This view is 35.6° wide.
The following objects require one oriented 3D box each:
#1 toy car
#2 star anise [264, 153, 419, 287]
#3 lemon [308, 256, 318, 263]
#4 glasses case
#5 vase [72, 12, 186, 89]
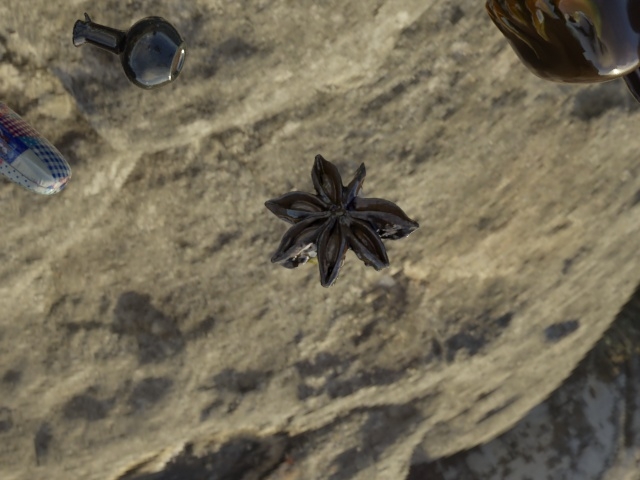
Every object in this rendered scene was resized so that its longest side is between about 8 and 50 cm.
[{"bbox_3d":[0.322,-0.221,0.950,0.340,0.271,0.240,44,83,-20],"label":"toy car"},{"bbox_3d":[0.015,-0.018,1.414,0.196,0.212,0.073,-34,152,-9],"label":"star anise"},{"bbox_3d":[0.000,0.000,1.503,0.083,0.062,0.062,-49,131,3],"label":"lemon"},{"bbox_3d":[-0.546,-0.189,1.613,0.327,0.125,0.076,38,108,-4],"label":"glasses case"},{"bbox_3d":[-0.314,-0.318,1.620,0.182,0.120,0.120,20,124,5],"label":"vase"}]
